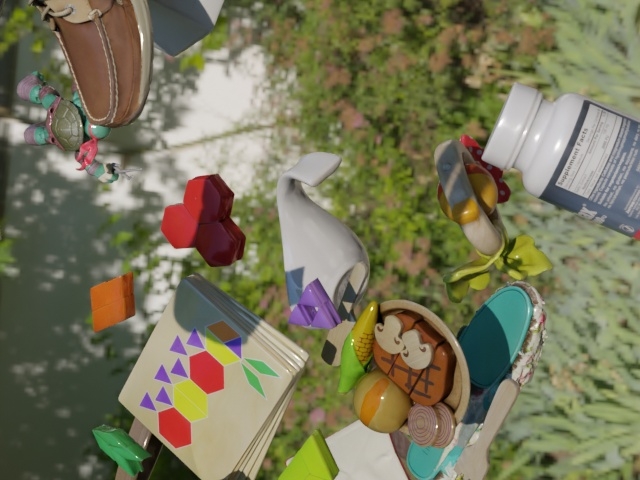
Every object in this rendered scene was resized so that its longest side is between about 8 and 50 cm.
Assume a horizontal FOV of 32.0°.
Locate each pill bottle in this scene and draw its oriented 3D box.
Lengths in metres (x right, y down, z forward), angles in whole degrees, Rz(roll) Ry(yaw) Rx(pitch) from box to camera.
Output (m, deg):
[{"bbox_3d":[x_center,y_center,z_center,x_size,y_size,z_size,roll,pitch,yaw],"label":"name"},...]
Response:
[{"bbox_3d":[0.250,-0.078,1.053,0.108,0.180,0.108,24,-90,-85],"label":"pill bottle"}]

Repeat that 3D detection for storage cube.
[{"bbox_3d":[0.082,0.419,1.771,0.193,0.215,0.184,53,-169,-43],"label":"storage cube"}]

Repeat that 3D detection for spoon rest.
[{"bbox_3d":[0.000,0.000,1.391,0.137,0.084,0.276,-41,-39,-28],"label":"spoon rest"}]

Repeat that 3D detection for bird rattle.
[{"bbox_3d":[0.216,-0.056,1.506,0.207,0.143,0.254,47,-147,-51],"label":"bird rattle"}]

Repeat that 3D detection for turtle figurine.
[{"bbox_3d":[-0.358,-0.179,1.662,0.234,0.118,0.175,16,100,38],"label":"turtle figurine"}]

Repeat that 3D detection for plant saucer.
[{"bbox_3d":[-0.290,0.322,1.906,0.278,0.041,0.278,19,-90,-89],"label":"plant saucer"}]

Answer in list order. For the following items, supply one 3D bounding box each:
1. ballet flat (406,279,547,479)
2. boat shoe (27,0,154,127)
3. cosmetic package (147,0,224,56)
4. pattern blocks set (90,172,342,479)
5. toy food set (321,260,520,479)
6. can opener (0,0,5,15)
[{"bbox_3d":[0.162,0.142,1.093,0.091,0.077,0.241,52,123,43],"label":"ballet flat"},{"bbox_3d":[-0.264,-0.273,1.159,0.123,0.116,0.324,-10,94,46],"label":"boat shoe"},{"bbox_3d":[-0.278,-0.403,1.310,0.156,0.385,0.217,-11,59,66],"label":"cosmetic package"},{"bbox_3d":[-0.098,0.127,1.012,0.325,0.285,0.026,-49,-11,34],"label":"pattern blocks set"},{"bbox_3d":[0.070,0.115,0.943,0.192,0.038,0.132,37,126,30],"label":"toy food set"},{"bbox_3d":[-0.230,-0.042,0.557,0.093,0.074,0.280,20,-85,-55],"label":"can opener"}]
